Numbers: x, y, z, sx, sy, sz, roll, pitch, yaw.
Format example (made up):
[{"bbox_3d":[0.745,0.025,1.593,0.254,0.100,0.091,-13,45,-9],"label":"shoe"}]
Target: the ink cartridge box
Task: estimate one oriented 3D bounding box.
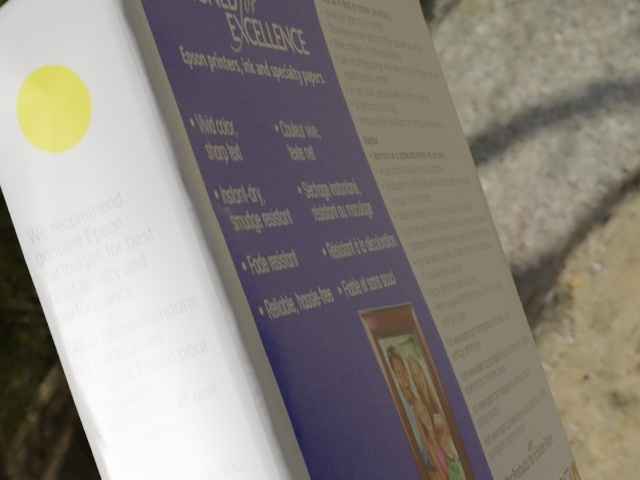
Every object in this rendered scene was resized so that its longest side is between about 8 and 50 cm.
[{"bbox_3d":[0.000,0.000,0.508,0.072,0.307,0.304,-22,-5,20],"label":"ink cartridge box"}]
